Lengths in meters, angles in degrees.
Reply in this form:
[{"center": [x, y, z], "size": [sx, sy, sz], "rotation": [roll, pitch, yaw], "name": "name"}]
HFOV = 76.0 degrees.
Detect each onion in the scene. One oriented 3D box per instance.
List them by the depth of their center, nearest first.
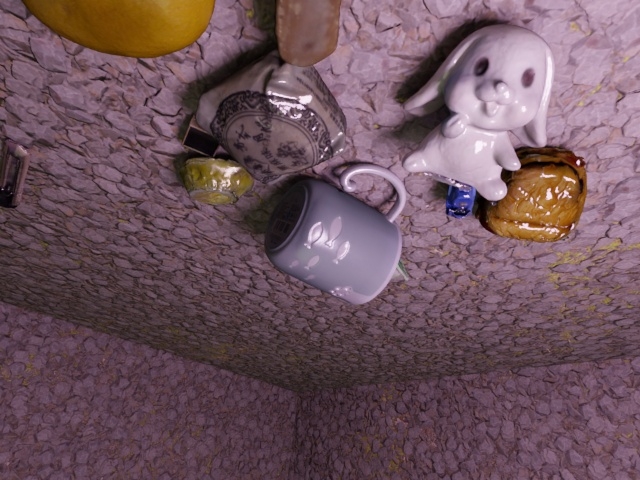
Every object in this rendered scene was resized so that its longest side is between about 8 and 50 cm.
[{"center": [0.437, -0.068, 1.004], "size": [0.118, 0.118, 0.117], "rotation": [-9, 149, 24], "name": "onion"}]

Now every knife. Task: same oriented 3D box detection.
[{"center": [-0.875, -0.171, 1.147], "size": [0.089, 0.043, 0.365], "rotation": [27, 142, -31], "name": "knife"}]

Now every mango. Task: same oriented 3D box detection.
[{"center": [-0.307, -0.375, 0.629], "size": [0.331, 0.142, 0.195], "rotation": [0, 144, 25], "name": "mango"}]

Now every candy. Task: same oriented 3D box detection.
[{"center": [-0.014, -0.379, 0.591], "size": [0.102, 0.104, 0.234], "rotation": [3, 149, -4], "name": "candy"}]

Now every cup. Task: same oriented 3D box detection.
[{"center": [0.048, -0.040, 1.025], "size": [0.274, 0.259, 0.357], "rotation": [26, 113, -28], "name": "cup"}]

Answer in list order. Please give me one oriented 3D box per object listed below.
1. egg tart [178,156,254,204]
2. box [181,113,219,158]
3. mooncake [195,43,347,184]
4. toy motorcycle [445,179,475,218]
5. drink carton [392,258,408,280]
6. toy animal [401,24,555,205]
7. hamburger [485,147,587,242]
[{"center": [-0.260, -0.138, 1.025], "size": [0.197, 0.078, 0.197], "rotation": [4, 166, 1], "name": "egg tart"}, {"center": [-0.265, -0.236, 0.932], "size": [0.079, 0.035, 0.083], "rotation": [21, 146, -22], "name": "box"}, {"center": [-0.087, -0.231, 0.813], "size": [0.250, 0.136, 0.254], "rotation": [-14, 143, 36], "name": "mooncake"}, {"center": [0.322, -0.118, 0.934], "size": [0.076, 0.114, 0.205], "rotation": [2, 149, 9], "name": "toy motorcycle"}, {"center": [0.162, 0.071, 1.203], "size": [0.142, 0.146, 0.144], "rotation": [-27, 140, 13], "name": "drink carton"}, {"center": [0.294, -0.219, 0.731], "size": [0.249, 0.174, 0.289], "rotation": [31, 144, -14], "name": "toy animal"}, {"center": [0.461, -0.093, 0.871], "size": [0.183, 0.130, 0.206], "rotation": [10, 109, 13], "name": "hamburger"}]
